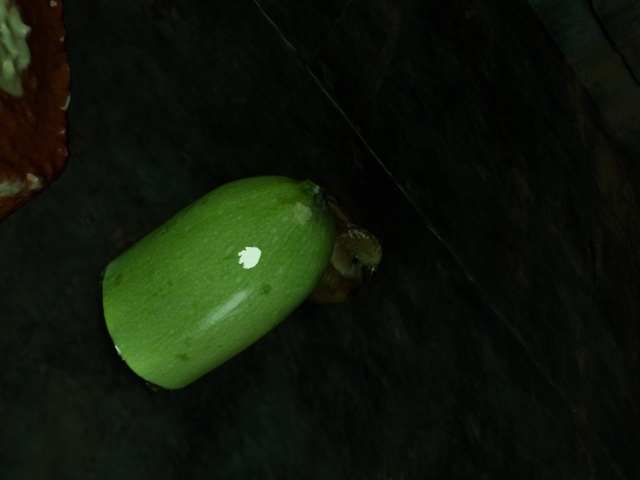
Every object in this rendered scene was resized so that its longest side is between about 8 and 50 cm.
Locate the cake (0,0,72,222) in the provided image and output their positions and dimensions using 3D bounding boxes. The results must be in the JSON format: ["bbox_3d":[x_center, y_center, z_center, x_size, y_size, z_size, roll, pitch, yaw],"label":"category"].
[{"bbox_3d":[-0.254,-0.123,0.591,0.177,0.151,0.282,28,41,-42],"label":"cake"}]

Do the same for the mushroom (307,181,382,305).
[{"bbox_3d":[0.000,0.000,0.959,0.127,0.087,0.127,45,30,-34],"label":"mushroom"}]

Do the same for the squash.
[{"bbox_3d":[-0.064,0.019,0.744,0.123,0.187,0.123,43,26,-27],"label":"squash"}]
